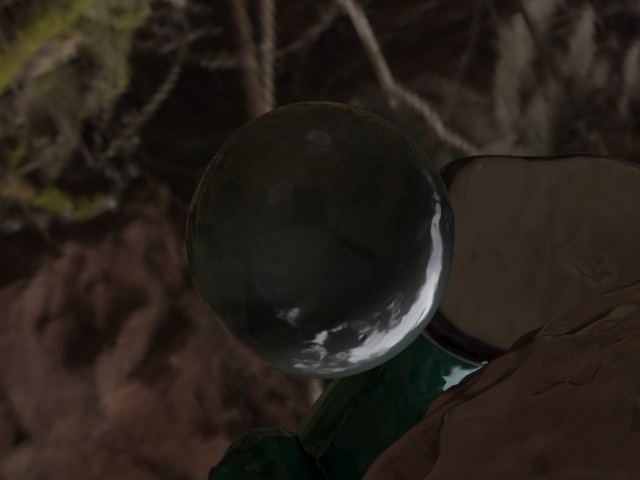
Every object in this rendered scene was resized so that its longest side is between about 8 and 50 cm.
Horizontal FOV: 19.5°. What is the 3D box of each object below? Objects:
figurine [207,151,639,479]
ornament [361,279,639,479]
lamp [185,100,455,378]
[{"bbox_3d":[0.094,0.142,0.951,0.323,0.340,0.231,-3,-140,-17],"label":"figurine"},{"bbox_3d":[0.114,0.131,0.444,0.259,0.259,0.225,-3,-155,47],"label":"ornament"},{"bbox_3d":[0.000,0.000,0.708,0.105,0.105,0.105,-22,-160,8],"label":"lamp"}]
